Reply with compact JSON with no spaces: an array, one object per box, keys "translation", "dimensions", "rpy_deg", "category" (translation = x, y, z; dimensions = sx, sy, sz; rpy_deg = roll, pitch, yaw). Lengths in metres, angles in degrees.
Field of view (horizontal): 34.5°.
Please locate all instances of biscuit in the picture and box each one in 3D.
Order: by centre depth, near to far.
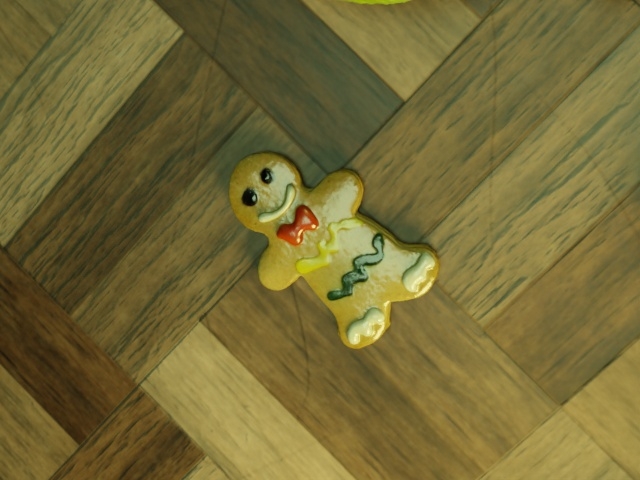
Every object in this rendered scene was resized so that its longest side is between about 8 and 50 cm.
[{"translation":[0.000,0.000,1.078],"dimensions":[0.240,0.035,0.158],"rpy_deg":[39,104,4],"category":"biscuit"}]

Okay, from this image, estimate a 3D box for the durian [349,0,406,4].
[{"translation":[0.059,-0.335,0.931],"dimensions":[0.339,0.204,0.256],"rpy_deg":[-34,76,26],"category":"durian"}]
